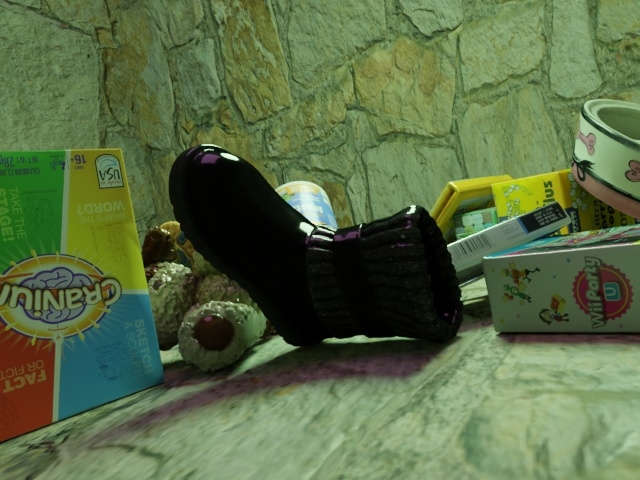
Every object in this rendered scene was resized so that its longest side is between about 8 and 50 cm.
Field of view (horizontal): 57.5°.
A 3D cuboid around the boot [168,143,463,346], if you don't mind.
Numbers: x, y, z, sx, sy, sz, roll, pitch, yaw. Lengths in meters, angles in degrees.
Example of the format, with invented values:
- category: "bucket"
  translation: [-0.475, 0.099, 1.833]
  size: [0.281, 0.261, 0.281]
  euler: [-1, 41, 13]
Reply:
- category: "boot"
  translation: [0.002, -0.002, 0.724]
  size: [0.260, 0.348, 0.131]
  euler: [-12, 37, 41]

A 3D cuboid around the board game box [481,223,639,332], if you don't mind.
- category: "board game box"
  translation: [0.378, 0.033, 0.665]
  size: [0.303, 0.097, 0.224]
  euler: [-11, 1, 45]

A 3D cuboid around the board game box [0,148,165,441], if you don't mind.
- category: "board game box"
  translation: [-0.333, 0.053, 0.702]
  size: [0.064, 0.316, 0.242]
  euler: [-9, 3, 43]

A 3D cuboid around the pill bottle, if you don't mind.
- category: "pill bottle"
  translation: [-0.030, 0.010, 1.235]
  size: [0.152, 0.152, 0.272]
  euler: [-11, 43, -5]

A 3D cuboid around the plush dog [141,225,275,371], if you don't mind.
- category: "plush dog"
  translation: [-0.196, 0.093, 0.897]
  size: [0.225, 0.262, 0.210]
  euler: [-1, -31, 9]

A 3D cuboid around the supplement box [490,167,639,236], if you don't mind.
- category: "supplement box"
  translation: [0.636, -0.084, 1.486]
  size: [0.357, 0.194, 0.195]
  euler: [-12, 2, -35]

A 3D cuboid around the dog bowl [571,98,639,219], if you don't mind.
- category: "dog bowl"
  translation: [0.733, -0.159, 1.246]
  size: [0.408, 0.150, 0.408]
  euler: [10, 30, -6]

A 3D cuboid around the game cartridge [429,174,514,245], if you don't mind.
- category: "game cartridge"
  translation: [0.411, -0.059, 1.708]
  size: [0.324, 0.052, 0.285]
  euler: [-10, -42, -43]

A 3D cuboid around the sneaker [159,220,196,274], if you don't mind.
- category: "sneaker"
  translation: [-0.238, 0.072, 1.287]
  size: [0.112, 0.296, 0.131]
  euler: [-51, -6, 0]

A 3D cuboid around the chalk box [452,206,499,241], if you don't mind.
- category: "chalk box"
  translation: [0.453, -0.019, 1.580]
  size: [0.213, 0.132, 0.132]
  euler: [-13, 4, -44]

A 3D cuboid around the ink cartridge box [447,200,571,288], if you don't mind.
- category: "ink cartridge box"
  translation: [0.241, 0.029, 0.892]
  size: [0.206, 0.045, 0.208]
  euler: [-21, -17, -18]
